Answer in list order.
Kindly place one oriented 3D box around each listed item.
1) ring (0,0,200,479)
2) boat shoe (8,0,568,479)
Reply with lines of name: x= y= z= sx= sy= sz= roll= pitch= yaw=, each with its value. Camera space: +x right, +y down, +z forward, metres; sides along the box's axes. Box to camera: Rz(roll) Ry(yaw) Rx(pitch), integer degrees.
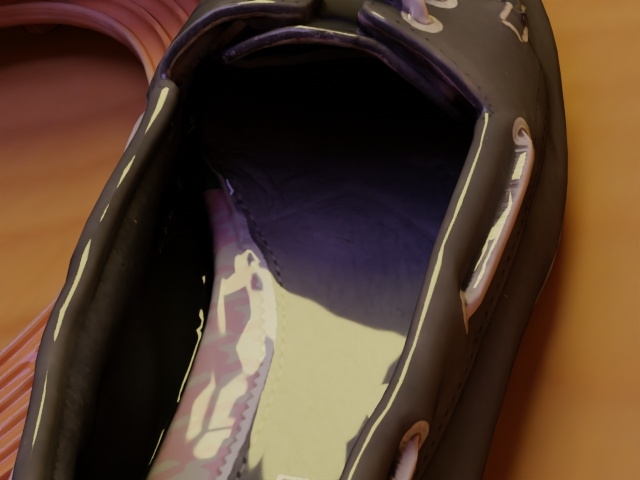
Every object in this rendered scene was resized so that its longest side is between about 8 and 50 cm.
ring: x=-0.148 y=0.005 z=0.642 sx=0.336 sy=0.032 sz=0.336 roll=-19 pitch=38 yaw=16
boat shoe: x=0.000 y=0.000 z=0.469 sx=0.112 sy=0.095 sz=0.335 roll=5 pitch=50 yaw=11
